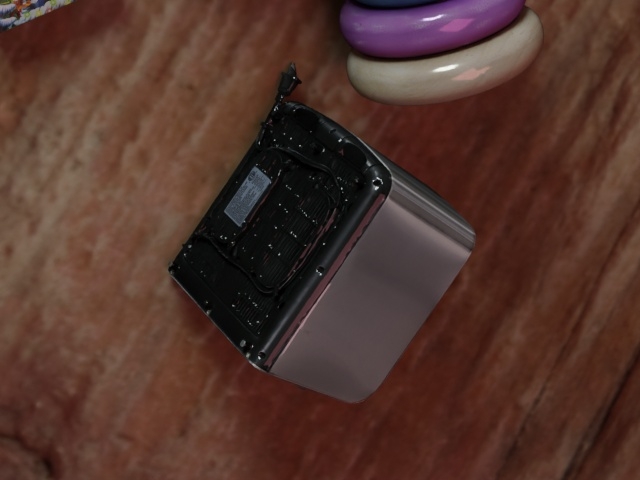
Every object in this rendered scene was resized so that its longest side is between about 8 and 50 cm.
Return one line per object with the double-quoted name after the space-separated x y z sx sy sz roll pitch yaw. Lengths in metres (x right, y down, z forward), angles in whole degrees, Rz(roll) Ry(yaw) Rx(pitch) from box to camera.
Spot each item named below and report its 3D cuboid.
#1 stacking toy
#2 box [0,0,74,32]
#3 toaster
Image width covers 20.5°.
0.052 -0.263 1.183 0.141 0.141 0.330 -23 116 -17 "stacking toy"
-0.190 -0.213 1.132 0.094 0.027 0.137 -27 121 -16 "box"
0.000 0.000 1.244 0.110 0.168 0.185 30 97 -37 "toaster"
